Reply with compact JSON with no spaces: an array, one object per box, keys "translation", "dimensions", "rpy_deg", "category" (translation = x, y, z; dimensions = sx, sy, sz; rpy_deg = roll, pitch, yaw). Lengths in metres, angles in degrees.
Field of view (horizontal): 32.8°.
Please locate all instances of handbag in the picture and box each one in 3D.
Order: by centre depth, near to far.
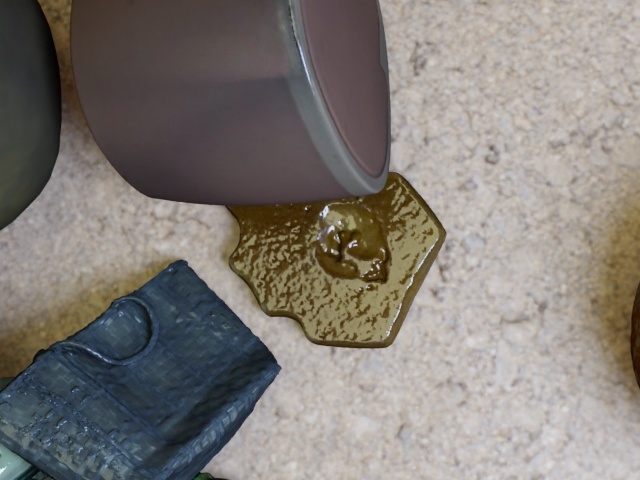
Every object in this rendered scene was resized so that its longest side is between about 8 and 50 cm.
[{"translation":[-0.159,0.133,0.982],"dimensions":[0.175,0.088,0.270],"rpy_deg":[41,46,10],"category":"handbag"}]

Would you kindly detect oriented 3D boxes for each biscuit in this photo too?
[{"translation":[0.000,0.000,1.051],"dimensions":[0.215,0.034,0.182],"rpy_deg":[27,87,14],"category":"biscuit"}]

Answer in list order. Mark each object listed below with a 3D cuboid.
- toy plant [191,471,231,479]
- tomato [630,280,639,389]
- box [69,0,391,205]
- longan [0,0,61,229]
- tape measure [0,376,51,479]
[{"translation":[-0.146,0.255,1.015],"dimensions":[0.162,0.093,0.092],"rpy_deg":[8,84,14],"category":"toy plant"},{"translation":[0.386,0.076,0.884],"dimensions":[0.270,0.222,0.270],"rpy_deg":[-1,99,-3],"category":"tomato"},{"translation":[-0.074,-0.175,0.965],"dimensions":[0.216,0.301,0.300],"rpy_deg":[-7,81,18],"category":"box"},{"translation":[-0.418,-0.147,0.971],"dimensions":[0.405,0.404,0.336],"rpy_deg":[18,85,11],"category":"longan"},{"translation":[-0.320,0.217,0.974],"dimensions":[0.207,0.235,0.115],"rpy_deg":[-41,81,2],"category":"tape measure"}]
